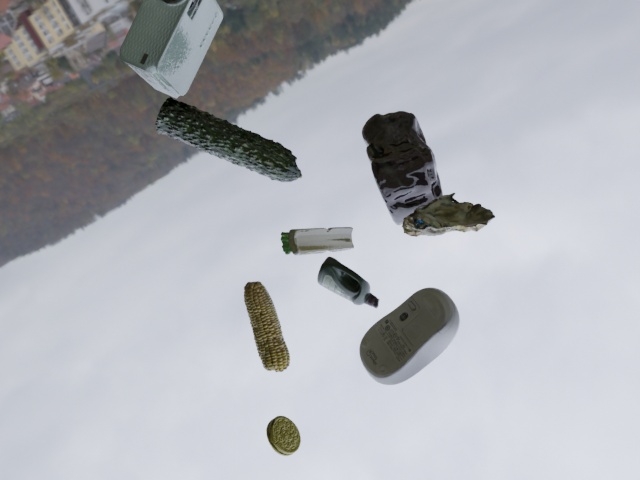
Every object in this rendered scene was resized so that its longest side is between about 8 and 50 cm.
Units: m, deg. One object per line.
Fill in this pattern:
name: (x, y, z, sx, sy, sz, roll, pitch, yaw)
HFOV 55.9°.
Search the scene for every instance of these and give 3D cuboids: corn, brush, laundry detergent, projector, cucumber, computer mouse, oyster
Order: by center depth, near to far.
brush: (0.000, 0.000, 1.276, 0.048, 0.054, 0.282, -4, 180, 28)
projector: (-0.336, -0.476, 1.374, 0.250, 0.108, 0.198, -64, 174, -1)
cucumber: (-0.204, -0.228, 1.408, 0.096, 0.360, 0.096, -159, -90, -90)
computer mouse: (0.244, 0.256, 1.611, 0.297, 0.121, 0.184, -48, -132, 8)
oyster: (0.367, -0.057, 1.717, 0.214, 0.083, 0.223, -22, -153, -17)
corn: (-0.170, 0.263, 1.846, 0.101, 0.291, 0.101, -19, 177, -1)
laundry detergent: (0.099, 0.148, 1.969, 0.222, 0.144, 0.078, 30, -126, 15)

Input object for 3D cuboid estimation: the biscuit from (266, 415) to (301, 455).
biscuit: (-0.077, 0.412, 1.275, 0.023, 0.084, 0.084, -41, -169, 31)

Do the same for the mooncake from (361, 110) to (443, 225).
mooncake: (0.280, -0.233, 2.009, 0.212, 0.350, 0.381, -15, -126, 7)
